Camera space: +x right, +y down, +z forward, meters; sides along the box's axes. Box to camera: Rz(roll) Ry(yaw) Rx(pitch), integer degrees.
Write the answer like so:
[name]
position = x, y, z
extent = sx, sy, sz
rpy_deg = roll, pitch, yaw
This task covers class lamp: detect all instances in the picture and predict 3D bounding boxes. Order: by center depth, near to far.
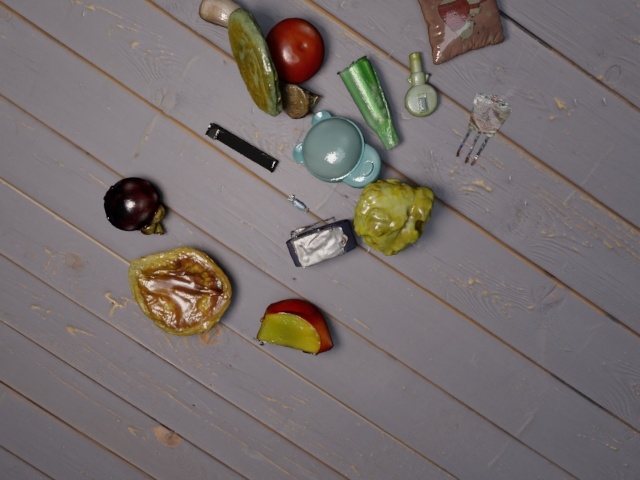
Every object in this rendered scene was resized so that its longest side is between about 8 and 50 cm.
[lamp]
position = 0.064, -0.277, 1.425
extent = 0.284, 0.147, 0.209
rpy_deg = 32, 99, -3

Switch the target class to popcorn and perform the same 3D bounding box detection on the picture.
[popcorn]
position = 0.226, -0.075, 1.423
extent = 0.242, 0.250, 0.234
rpy_deg = 19, 65, 1

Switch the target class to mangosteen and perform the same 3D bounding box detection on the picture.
[mangosteen]
position = -0.622, -0.108, 1.525
extent = 0.194, 0.194, 0.230
rpy_deg = -44, 119, 13

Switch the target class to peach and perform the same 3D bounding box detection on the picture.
[peach]
position = -0.072, 0.290, 1.555
extent = 0.268, 0.158, 0.153
rpy_deg = 13, 114, 5

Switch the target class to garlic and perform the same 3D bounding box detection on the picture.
[garlic]
position = -0.300, -0.711, 1.391
extent = 0.196, 0.101, 0.086
rpy_deg = 17, 102, 2

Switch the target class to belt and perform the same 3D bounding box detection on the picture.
[belt]
position = 0.000, 0.000, 1.495
extent = 0.231, 0.139, 0.126
rpy_deg = -18, 101, 11

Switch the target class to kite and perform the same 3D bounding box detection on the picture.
[kite]
position = 0.512, -0.359, 1.433
extent = 0.127, 0.016, 0.229
rpy_deg = 28, 100, 2

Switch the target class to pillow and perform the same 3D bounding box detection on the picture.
[pillow]
position = 0.424, -0.673, 1.335
extent = 0.236, 0.084, 0.223
rpy_deg = -19, 98, 7

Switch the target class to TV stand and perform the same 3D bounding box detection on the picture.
[TV stand]
position = -0.266, -0.313, 1.504
extent = 0.257, 0.040, 0.048
rpy_deg = 31, 103, -1

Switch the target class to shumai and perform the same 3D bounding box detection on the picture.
[shumai]
position = -0.079, -0.457, 1.425
extent = 0.139, 0.105, 0.123
rpy_deg = -24, 116, 41

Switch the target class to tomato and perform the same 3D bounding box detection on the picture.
[tomato]
position = -0.078, -0.583, 1.363
extent = 0.195, 0.136, 0.195
rpy_deg = -5, 104, -19

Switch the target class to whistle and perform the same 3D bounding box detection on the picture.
[whistle]
position = 0.312, -0.490, 1.400
extent = 0.104, 0.057, 0.198
rpy_deg = -9, 102, 7

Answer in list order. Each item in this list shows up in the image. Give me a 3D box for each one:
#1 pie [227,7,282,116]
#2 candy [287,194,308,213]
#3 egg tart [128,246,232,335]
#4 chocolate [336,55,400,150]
[pie]
position = -0.188, -0.525, 1.323
extent = 0.071, 0.323, 0.323
rpy_deg = -26, 99, -14
[candy]
position = -0.075, -0.128, 1.536
extent = 0.083, 0.020, 0.030
rpy_deg = 36, 105, -3
[egg tart]
position = -0.484, 0.174, 1.575
extent = 0.352, 0.153, 0.339
rpy_deg = -20, 100, 9
[chocolate]
position = 0.169, -0.427, 1.410
extent = 0.110, 0.110, 0.291
rpy_deg = -27, 101, 11
